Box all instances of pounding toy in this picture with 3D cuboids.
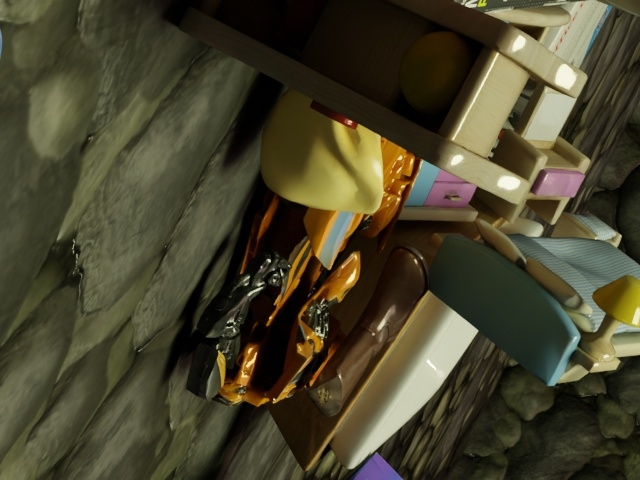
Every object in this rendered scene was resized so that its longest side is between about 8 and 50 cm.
[{"bbox_3d":[0.033,-0.139,1.015,0.154,0.269,0.155,24,96,-38],"label":"pounding toy"}]

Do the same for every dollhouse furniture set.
[{"bbox_3d":[0.218,-0.042,1.495,0.286,0.303,0.198,0,122,-47],"label":"dollhouse furniture set"}]

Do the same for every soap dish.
[{"bbox_3d":[0.072,0.060,1.683,0.229,0.118,0.291,-58,170,22],"label":"soap dish"}]

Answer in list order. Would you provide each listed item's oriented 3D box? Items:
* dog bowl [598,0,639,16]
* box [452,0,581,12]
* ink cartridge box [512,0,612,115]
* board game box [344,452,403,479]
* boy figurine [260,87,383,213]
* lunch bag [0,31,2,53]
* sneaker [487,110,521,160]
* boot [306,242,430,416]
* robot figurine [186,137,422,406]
[{"bbox_3d":[0.224,-0.302,1.186,0.349,0.102,0.349,-26,122,-50],"label":"dog bowl"},{"bbox_3d":[0.187,-0.296,1.377,0.216,0.060,0.270,-14,138,-49],"label":"box"},{"bbox_3d":[0.201,-0.206,1.738,0.148,0.086,0.203,-60,167,-4],"label":"ink cartridge box"},{"bbox_3d":[-0.075,0.351,1.613,0.347,0.078,0.233,-45,177,31],"label":"board game box"},{"bbox_3d":[0.053,-0.150,1.214,0.285,0.092,0.177,-65,-170,-2],"label":"boy figurine"},{"bbox_3d":[-0.162,-0.048,0.681,0.065,0.067,0.098,-50,164,-41],"label":"lunch bag"},{"bbox_3d":[0.158,-0.078,1.898,0.170,0.068,0.071,-44,165,-55],"label":"sneaker"},{"bbox_3d":[0.033,0.068,1.395,0.114,0.037,0.106,-46,158,-36],"label":"boot"},{"bbox_3d":[0.000,0.000,1.388,0.291,0.085,0.211,-64,166,12],"label":"robot figurine"}]
